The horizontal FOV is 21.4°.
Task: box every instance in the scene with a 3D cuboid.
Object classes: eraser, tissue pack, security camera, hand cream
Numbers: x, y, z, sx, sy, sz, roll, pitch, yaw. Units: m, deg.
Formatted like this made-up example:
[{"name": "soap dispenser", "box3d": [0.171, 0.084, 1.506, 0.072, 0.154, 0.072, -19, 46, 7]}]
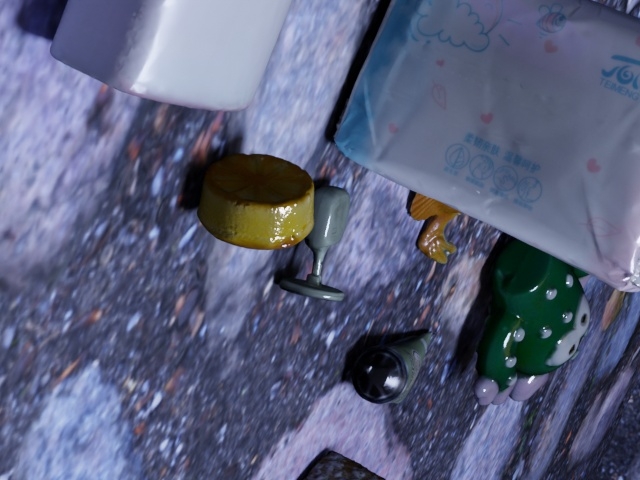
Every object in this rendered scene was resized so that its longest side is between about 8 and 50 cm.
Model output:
[{"name": "eraser", "box3d": [-0.045, -0.212, 0.956, 0.174, 0.095, 0.270, -4, 117, -66]}, {"name": "tissue pack", "box3d": [0.168, -0.101, 1.343, 0.201, 0.271, 0.124, -67, 161, 9]}, {"name": "security camera", "box3d": [0.000, 0.000, 1.390, 0.058, 0.058, 0.092, -2, 104, -67]}, {"name": "hand cream", "box3d": [0.080, 0.132, 1.724, 0.086, 0.055, 0.235, -63, 167, 4]}]

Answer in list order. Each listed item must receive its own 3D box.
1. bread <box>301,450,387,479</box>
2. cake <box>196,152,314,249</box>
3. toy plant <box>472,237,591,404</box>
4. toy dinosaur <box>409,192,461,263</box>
[{"name": "bread", "box3d": [-0.037, 0.387, 1.579, 0.416, 0.165, 0.113, -50, 160, -35]}, {"name": "cake", "box3d": [-0.044, -0.026, 1.190, 0.084, 0.084, 0.044, -38, 145, -50]}, {"name": "toy plant", "box3d": [0.256, 0.085, 1.997, 0.243, 0.113, 0.232, 5, 108, -62]}, {"name": "toy dinosaur", "box3d": [0.122, -0.065, 1.611, 0.142, 0.057, 0.212, -44, 147, 2]}]
